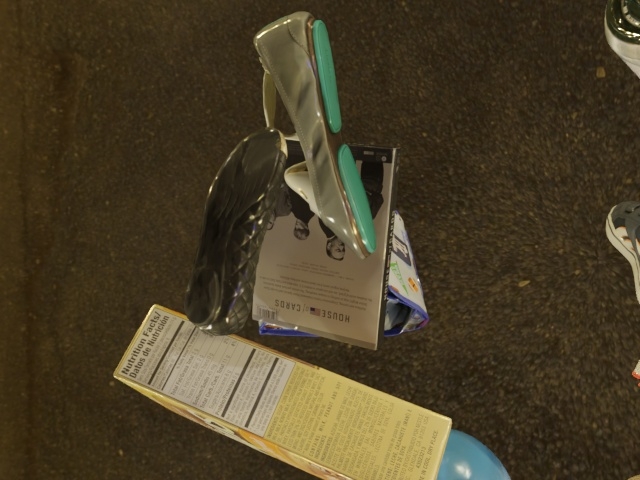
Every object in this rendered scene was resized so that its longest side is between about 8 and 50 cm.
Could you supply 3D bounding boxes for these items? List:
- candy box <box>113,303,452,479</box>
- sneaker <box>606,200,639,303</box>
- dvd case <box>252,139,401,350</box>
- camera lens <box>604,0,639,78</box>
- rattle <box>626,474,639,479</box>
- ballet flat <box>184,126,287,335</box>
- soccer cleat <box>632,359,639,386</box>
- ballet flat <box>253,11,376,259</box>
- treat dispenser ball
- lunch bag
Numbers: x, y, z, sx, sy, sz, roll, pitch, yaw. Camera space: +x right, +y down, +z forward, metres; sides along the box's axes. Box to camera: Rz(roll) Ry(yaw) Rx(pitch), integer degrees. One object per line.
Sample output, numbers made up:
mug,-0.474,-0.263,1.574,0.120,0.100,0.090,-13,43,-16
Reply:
candy box,-0.034,0.184,0.572,0.316,0.183,0.088,17,64,15
sneaker,0.577,-0.007,0.902,0.126,0.321,0.127,9,124,8
dvd case,0.000,0.000,0.658,0.179,0.029,0.239,10,104,25
camera lens,0.512,-0.259,0.662,0.219,0.274,0.219,-40,35,36
rattle,0.311,0.271,0.469,0.130,0.142,0.200,15,114,27
ballet flat,-0.065,-0.009,0.433,0.057,0.049,0.173,12,80,29
soccer cleat,0.406,0.170,0.587,0.068,0.196,0.076,35,111,-2
ballet flat,-0.006,-0.082,0.468,0.068,0.072,0.213,-11,106,17
treat dispenser ball,0.245,0.528,1.087,0.288,0.288,0.288,-1,88,27
lunch bag,0.054,0.046,1.276,0.239,0.385,0.328,118,154,-46
